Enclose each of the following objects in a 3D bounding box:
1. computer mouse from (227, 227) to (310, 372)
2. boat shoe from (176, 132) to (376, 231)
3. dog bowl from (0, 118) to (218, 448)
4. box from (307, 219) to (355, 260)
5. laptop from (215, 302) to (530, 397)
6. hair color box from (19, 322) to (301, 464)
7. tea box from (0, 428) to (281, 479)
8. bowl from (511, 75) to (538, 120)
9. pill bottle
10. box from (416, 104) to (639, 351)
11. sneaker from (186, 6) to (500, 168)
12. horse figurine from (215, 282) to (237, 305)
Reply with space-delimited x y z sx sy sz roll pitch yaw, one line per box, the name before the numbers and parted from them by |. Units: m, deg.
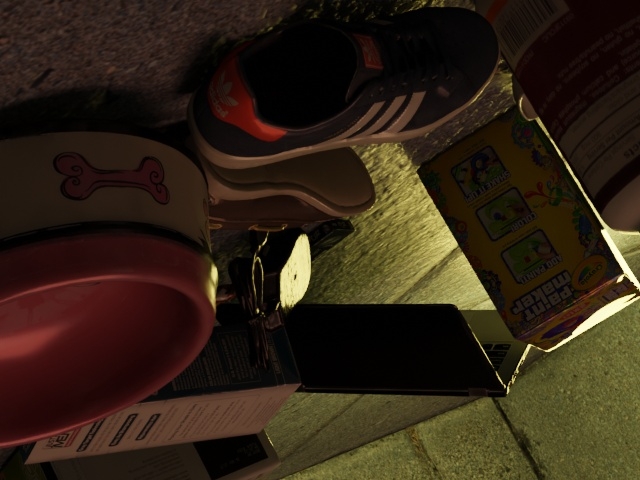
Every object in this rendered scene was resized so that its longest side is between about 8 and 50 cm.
computer mouse | -0.075 0.033 2.046 0.060 0.184 0.262 1 -149 15
boat shoe | -0.060 -0.063 1.735 0.096 0.117 0.324 -33 161 30
dog bowl | -0.281 0.062 1.503 0.408 0.150 0.408 -18 153 -9
box | 0.000 0.000 2.217 0.083 0.018 0.067 -36 163 23
laptop | 0.099 0.108 2.386 0.382 0.236 0.408 0 -155 23
hair color box | -0.221 0.200 2.092 0.347 0.105 0.174 -5 152 -28
tea box | -0.299 0.374 2.502 0.329 0.220 0.323 -17 160 -38
bowl | 0.303 -0.219 1.994 0.142 0.053 0.142 -31 166 5
pill bottle | 0.351 -0.149 1.656 0.224 0.392 0.224 -27 165 -8
box | 0.308 -0.009 2.250 0.177 0.279 0.290 -33 164 10
sneaker | 0.045 -0.168 1.538 0.350 0.131 0.148 -22 168 -25
horse figurine | -0.211 0.119 2.135 0.174 0.066 0.263 -17 159 -20
